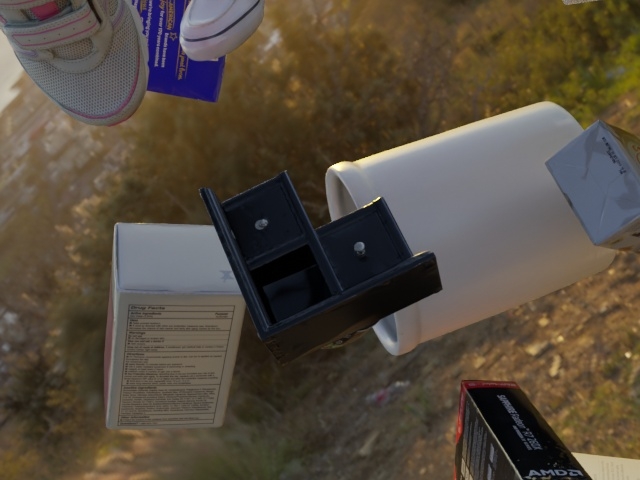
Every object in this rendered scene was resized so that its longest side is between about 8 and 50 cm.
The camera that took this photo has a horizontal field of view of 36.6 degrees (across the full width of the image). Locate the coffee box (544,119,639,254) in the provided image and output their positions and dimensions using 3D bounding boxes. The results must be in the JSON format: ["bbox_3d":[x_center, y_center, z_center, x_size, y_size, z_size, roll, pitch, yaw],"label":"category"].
[{"bbox_3d":[0.429,-0.061,1.307,0.098,0.246,0.141,-41,59,31],"label":"coffee box"}]

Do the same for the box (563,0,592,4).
[{"bbox_3d":[0.435,-0.464,1.348,0.261,0.231,0.127,0,66,34],"label":"box"}]

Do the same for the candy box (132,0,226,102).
[{"bbox_3d":[-0.297,-0.384,1.557,0.122,0.317,0.268,-88,11,-52],"label":"candy box"}]

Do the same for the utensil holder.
[{"bbox_3d":[0.241,-0.030,1.595,0.385,0.328,0.327,-20,25,-8],"label":"utensil holder"}]

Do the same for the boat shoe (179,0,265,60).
[{"bbox_3d":[-0.093,-0.270,0.968,0.083,0.076,0.226,-3,43,21],"label":"boat shoe"}]

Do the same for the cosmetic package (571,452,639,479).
[{"bbox_3d":[0.466,0.448,1.551,0.183,0.151,0.151,3,18,13],"label":"cosmetic package"}]

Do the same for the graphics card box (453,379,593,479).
[{"bbox_3d":[0.255,0.350,1.278,0.094,0.233,0.371,2,9,-2],"label":"graphics card box"}]

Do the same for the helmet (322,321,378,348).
[{"bbox_3d":[0.004,0.065,1.338,0.161,0.169,0.169,-12,40,56],"label":"helmet"}]

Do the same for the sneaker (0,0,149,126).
[{"bbox_3d":[-0.208,-0.188,0.695,0.102,0.252,0.111,-24,25,6],"label":"sneaker"}]

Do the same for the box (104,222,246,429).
[{"bbox_3d":[-0.182,0.107,1.173,0.127,0.148,0.232,-107,24,-50],"label":"box"}]

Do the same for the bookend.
[{"bbox_3d":[0.000,0.000,0.834,0.157,0.072,0.156,-25,63,0],"label":"bookend"}]
